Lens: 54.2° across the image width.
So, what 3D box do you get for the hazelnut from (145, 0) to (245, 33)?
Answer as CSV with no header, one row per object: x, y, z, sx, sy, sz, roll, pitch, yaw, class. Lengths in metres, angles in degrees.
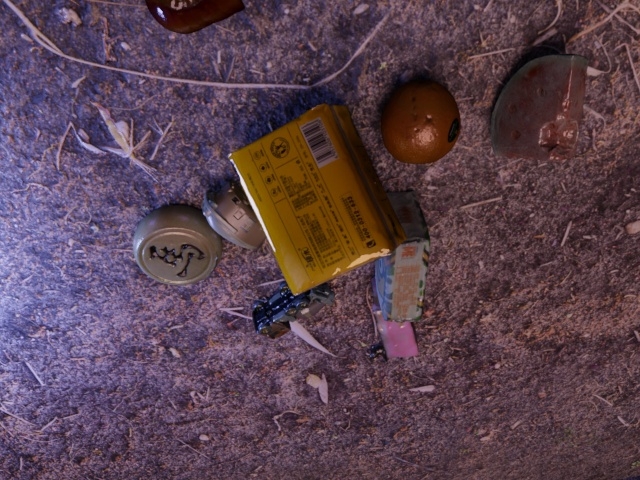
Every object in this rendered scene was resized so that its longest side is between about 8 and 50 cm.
-0.240,-0.530,1.256,0.251,0.217,0.217,-47,122,5,hazelnut

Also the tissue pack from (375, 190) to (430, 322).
0.226,0.047,1.771,0.127,0.228,0.311,-3,131,-3,tissue pack

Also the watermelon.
0.559,-0.308,1.511,0.148,0.226,0.318,-11,150,-31,watermelon

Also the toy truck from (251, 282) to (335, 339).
-0.086,0.215,1.979,0.256,0.108,0.140,-36,138,21,toy truck

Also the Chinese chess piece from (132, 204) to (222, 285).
-0.404,0.017,1.781,0.250,0.101,0.251,-3,132,-3,Chinese chess piece

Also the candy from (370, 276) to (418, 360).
0.233,0.245,1.994,0.115,0.156,0.265,-11,131,11,candy

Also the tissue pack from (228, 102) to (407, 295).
-0.001,-0.101,1.526,0.293,0.228,0.382,-25,88,18,tissue pack

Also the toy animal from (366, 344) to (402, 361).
0.227,0.390,2.194,0.135,0.047,0.065,-10,126,6,toy animal

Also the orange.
0.241,-0.284,1.512,0.205,0.206,0.206,-2,131,-3,orange

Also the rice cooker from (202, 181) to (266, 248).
-0.223,-0.068,1.695,0.127,0.145,0.206,-39,121,12,rice cooker
